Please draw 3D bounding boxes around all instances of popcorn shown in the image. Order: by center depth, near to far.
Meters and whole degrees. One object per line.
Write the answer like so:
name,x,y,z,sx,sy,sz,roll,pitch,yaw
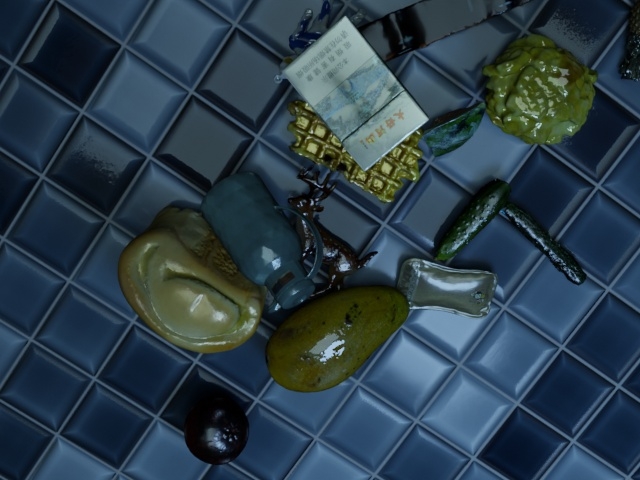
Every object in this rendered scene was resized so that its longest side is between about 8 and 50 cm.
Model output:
popcorn,0.433,-0.304,1.405,0.235,0.181,0.216,39,95,-13

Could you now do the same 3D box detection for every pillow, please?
pillow,0.276,0.109,1.557,0.218,0.033,0.130,10,113,-2

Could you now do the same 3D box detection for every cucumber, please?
cucumber,0.322,-0.039,1.514,0.069,0.069,0.227,38,102,-7
cucumber,0.484,0.001,1.536,0.257,0.043,0.044,43,93,-7

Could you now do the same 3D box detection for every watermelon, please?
watermelon,0.265,-0.234,1.433,0.155,0.101,0.080,-14,77,43

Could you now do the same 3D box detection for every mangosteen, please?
mangosteen,-0.236,0.423,1.571,0.153,0.152,0.152,0,101,-1

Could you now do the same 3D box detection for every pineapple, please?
pineapple,0.656,-0.408,1.445,0.074,0.074,0.159,11,106,-3

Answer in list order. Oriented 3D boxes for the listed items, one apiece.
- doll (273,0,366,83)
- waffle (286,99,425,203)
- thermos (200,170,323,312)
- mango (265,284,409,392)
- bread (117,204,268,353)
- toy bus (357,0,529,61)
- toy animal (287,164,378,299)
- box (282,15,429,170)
doll,-0.011,-0.404,1.444,0.114,0.057,0.227,40,96,-12
waffle,0.072,-0.218,1.479,0.283,0.065,0.309,-17,98,1
thermos,-0.104,-0.004,1.416,0.182,0.145,0.286,-44,68,17
mango,0.037,0.204,1.511,0.330,0.176,0.175,-32,68,8
bread,-0.269,0.106,1.446,0.316,0.270,0.211,37,113,-13
toy bus,0.267,-0.459,1.416,0.409,0.092,0.093,-21,99,4
toy animal,-0.005,-0.006,1.522,0.243,0.087,0.260,33,99,-20
box,0.070,-0.287,1.386,0.164,0.069,0.256,-39,98,15
